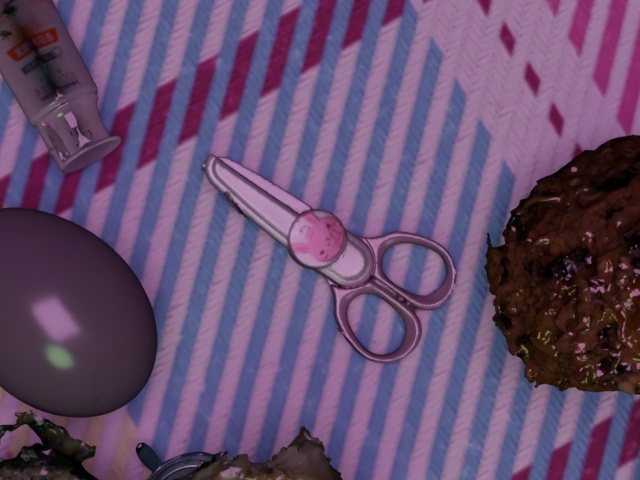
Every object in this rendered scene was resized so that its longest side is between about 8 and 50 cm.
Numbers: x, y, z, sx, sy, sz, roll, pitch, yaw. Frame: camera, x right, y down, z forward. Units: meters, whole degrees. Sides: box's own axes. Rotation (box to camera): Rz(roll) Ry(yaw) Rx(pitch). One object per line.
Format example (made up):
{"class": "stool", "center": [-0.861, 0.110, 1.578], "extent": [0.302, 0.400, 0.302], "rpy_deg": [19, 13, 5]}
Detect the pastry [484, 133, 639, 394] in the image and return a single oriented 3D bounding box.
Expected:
{"class": "pastry", "center": [0.270, 0.034, 1.621], "extent": [0.275, 0.275, 0.193], "rpy_deg": [-19, 123, -4]}

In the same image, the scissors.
{"class": "scissors", "center": [0.000, 0.000, 1.701], "extent": [0.242, 0.030, 0.118], "rpy_deg": [36, 84, -2]}

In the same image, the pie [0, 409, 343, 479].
{"class": "pie", "center": [-0.129, 0.286, 1.614], "extent": [0.371, 0.078, 0.296], "rpy_deg": [2, 105, 5]}

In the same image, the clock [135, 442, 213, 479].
{"class": "clock", "center": [-0.110, 0.229, 1.674], "extent": [0.135, 0.041, 0.101], "rpy_deg": [30, 85, 0]}

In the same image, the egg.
{"class": "egg", "center": [-0.222, 0.058, 1.628], "extent": [0.146, 0.146, 0.199], "rpy_deg": [-40, 89, -5]}

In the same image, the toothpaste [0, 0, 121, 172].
{"class": "toothpaste", "center": [-0.273, -0.211, 1.691], "extent": [0.100, 0.066, 0.323], "rpy_deg": [-29, 83, -8]}
